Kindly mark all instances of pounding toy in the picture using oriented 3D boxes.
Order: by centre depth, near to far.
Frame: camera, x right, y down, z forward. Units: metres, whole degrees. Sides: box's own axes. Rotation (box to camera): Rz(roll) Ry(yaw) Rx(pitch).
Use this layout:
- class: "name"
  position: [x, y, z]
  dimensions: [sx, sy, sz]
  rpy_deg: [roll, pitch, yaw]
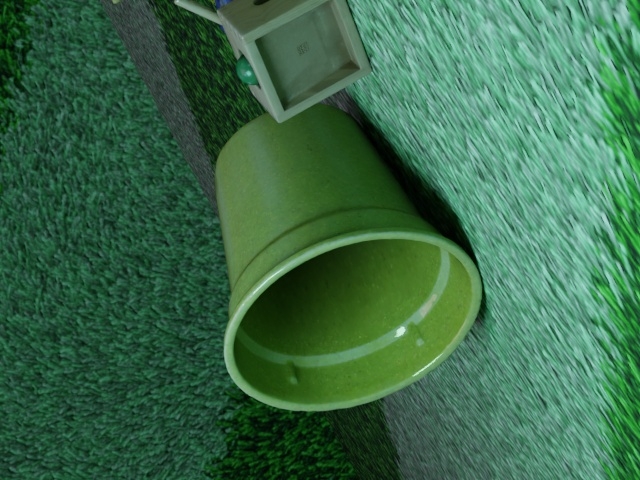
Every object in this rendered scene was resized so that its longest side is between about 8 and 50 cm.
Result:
- class: "pounding toy"
  position: [-0.047, -0.205, 1.675]
  dimensions: [0.100, 0.141, 0.130]
  rpy_deg: [51, 167, 51]

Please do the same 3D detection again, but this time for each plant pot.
- class: "plant pot"
  position: [0.000, 0.000, 1.806]
  dimensions: [0.276, 0.276, 0.254]
  rpy_deg: [70, 178, -50]

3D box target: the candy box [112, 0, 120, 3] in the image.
- class: "candy box"
  position: [-0.135, -0.327, 1.634]
  dimensions: [0.087, 0.183, 0.316]
  rpy_deg: [62, 172, -4]

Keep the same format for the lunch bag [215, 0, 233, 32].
- class: "lunch bag"
  position: [-0.091, -0.273, 1.971]
  dimensions: [0.067, 0.065, 0.098]
  rpy_deg: [58, 171, 18]

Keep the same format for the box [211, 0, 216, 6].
- class: "box"
  position: [-0.147, -0.371, 2.060]
  dimensions: [0.190, 0.045, 0.184]
  rpy_deg: [51, 170, 43]
